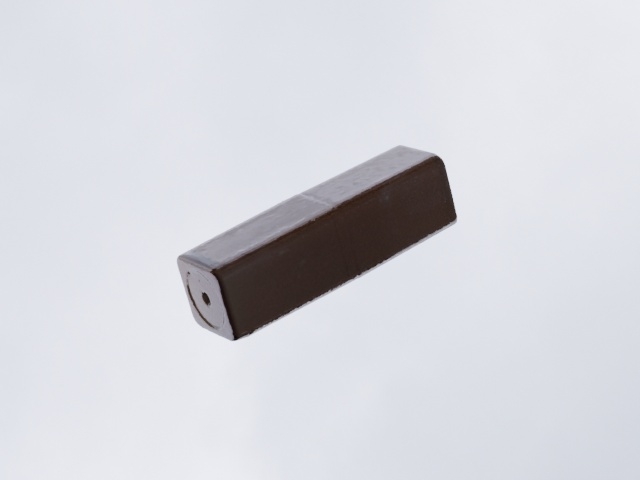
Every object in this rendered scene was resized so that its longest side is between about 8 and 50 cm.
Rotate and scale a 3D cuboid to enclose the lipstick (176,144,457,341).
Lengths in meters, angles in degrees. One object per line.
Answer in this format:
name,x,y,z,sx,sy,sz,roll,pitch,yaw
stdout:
lipstick,0.000,0.000,0.876,0.145,0.045,0.045,-27,-66,-27
